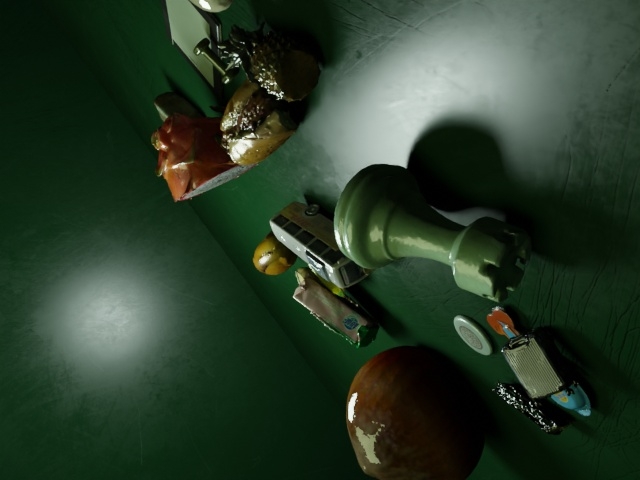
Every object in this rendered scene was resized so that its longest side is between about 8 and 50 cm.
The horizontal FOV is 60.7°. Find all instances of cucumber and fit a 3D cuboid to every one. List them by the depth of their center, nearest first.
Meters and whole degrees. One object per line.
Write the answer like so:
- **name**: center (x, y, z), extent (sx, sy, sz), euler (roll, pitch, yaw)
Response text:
- **cucumber**: center (0.448, 0.352, 1.165), extent (0.181, 0.053, 0.053), euler (34, 155, 51)

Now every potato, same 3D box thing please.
- **potato**: center (-0.013, 0.175, 1.958), extent (0.201, 0.081, 0.164), euler (64, 168, -27)

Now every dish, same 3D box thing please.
- **dish**: center (0.038, 0.081, 1.630), extent (0.207, 0.080, 0.149), euler (35, 157, 47)

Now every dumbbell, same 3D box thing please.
- **dumbbell**: center (-0.259, -0.444, 1.356), extent (0.118, 0.046, 0.052), euler (43, 155, -16)

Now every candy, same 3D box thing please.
- **candy**: center (-0.488, -0.431, 1.925), extent (0.234, 0.102, 0.104), euler (46, 163, 27)

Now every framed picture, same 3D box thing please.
- **framed picture**: center (-0.343, -0.553, 1.446), extent (0.265, 0.016, 0.347), euler (50, 162, 7)

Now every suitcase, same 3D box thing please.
- **suitcase**: center (0.387, 0.220, 0.967), extent (0.086, 0.059, 0.126), euler (-39, 75, 37)

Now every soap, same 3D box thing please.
- **soap**: center (0.055, 0.220, 1.721), extent (0.273, 0.098, 0.218), euler (35, -175, 21)

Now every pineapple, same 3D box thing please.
- **pineapple**: center (-0.109, -0.358, 1.065), extent (0.251, 0.125, 0.125), euler (37, 157, 39)

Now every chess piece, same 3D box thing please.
- **chess piece**: center (0.188, -0.007, 0.918), extent (0.299, 0.194, 0.195), euler (25, 149, 40)

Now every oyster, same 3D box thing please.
- **oyster**: center (0.100, 0.222, 1.836), extent (0.086, 0.029, 0.132), euler (56, 163, -14)

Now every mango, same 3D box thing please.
- **mango**: center (-0.158, 0.046, 1.932), extent (0.136, 0.166, 0.236), euler (45, 163, 7)

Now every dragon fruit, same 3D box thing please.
- **dragon fruit**: center (-0.354, -0.269, 1.620), extent (0.226, 0.305, 0.305), euler (61, 163, -3)

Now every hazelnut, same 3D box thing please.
- **hazelnut**: center (0.252, 0.507, 1.540), extent (0.410, 0.359, 0.359), euler (60, 163, 3)

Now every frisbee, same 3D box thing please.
- **frisbee**: center (0.339, 0.212, 1.219), extent (0.110, 0.014, 0.110), euler (46, 163, 19)

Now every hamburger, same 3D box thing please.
- **hamburger**: center (-0.153, -0.273, 1.275), extent (0.155, 0.245, 0.282), euler (49, -153, -6)

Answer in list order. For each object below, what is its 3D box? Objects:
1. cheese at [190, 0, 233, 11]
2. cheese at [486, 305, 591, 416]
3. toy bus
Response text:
- **cheese**: center (-0.304, -0.602, 1.046), extent (0.328, 0.129, 0.351), euler (21, 144, 55)
- **cheese**: center (0.411, 0.227, 1.029), extent (0.256, 0.037, 0.106), euler (50, 161, 14)
- **toy bus**: center (0.000, 0.000, 1.463), extent (0.342, 0.138, 0.097), euler (36, 155, 46)
